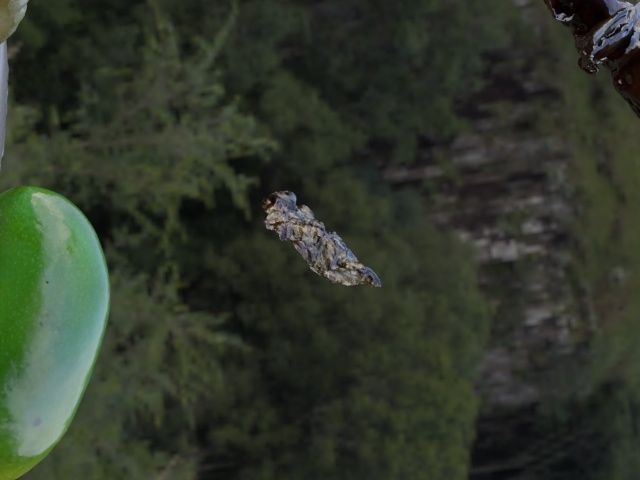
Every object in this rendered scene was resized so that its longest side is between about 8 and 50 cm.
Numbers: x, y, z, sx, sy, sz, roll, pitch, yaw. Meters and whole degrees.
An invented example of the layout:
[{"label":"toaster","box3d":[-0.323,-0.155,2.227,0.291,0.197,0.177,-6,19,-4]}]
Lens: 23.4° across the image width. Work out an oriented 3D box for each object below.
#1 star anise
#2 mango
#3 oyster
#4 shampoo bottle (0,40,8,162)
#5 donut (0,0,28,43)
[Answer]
[{"label":"star anise","box3d":[0.285,-0.204,1.520,0.288,0.088,0.288,43,19,-19]},{"label":"mango","box3d":[-0.361,0.104,1.737,0.201,0.225,0.382,-39,155,-62]},{"label":"oyster","box3d":[0.001,-0.001,1.490,0.132,0.029,0.086,30,26,-15]},{"label":"shampoo bottle","box3d":[-0.288,-0.110,1.222,0.257,0.078,0.127,106,-23,-48]},{"label":"donut","box3d":[-0.386,-0.223,0.918,0.449,0.448,0.198,58,43,-63]}]
